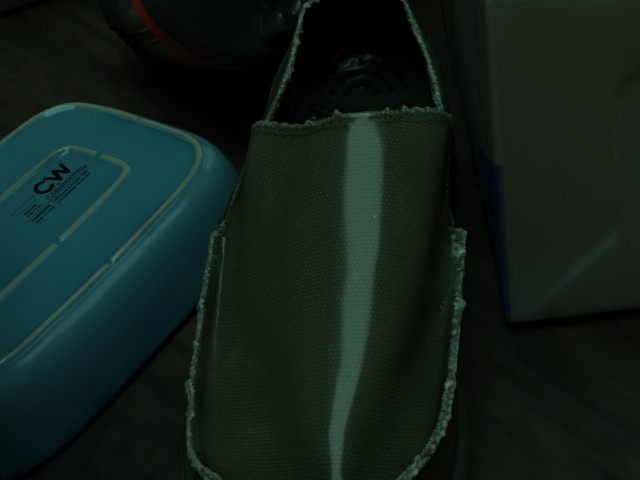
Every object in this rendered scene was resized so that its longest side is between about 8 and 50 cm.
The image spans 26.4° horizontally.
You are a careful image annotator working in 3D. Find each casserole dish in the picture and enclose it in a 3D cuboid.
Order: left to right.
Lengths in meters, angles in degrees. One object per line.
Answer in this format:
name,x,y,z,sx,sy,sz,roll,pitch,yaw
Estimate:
casserole dish,-0.104,0.008,0.492,0.114,0.037,0.188,19,48,28

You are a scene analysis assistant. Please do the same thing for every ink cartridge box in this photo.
ink cartridge box,0.085,-0.099,0.500,0.078,0.134,0.231,-8,41,3

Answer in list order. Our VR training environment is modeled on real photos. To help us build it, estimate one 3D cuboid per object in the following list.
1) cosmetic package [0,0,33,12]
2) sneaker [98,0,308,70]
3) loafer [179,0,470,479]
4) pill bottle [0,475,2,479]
cosmetic package,-0.114,-0.204,0.663,0.238,0.127,0.107,-18,43,-13
sneaker,-0.004,-0.176,0.599,0.276,0.097,0.135,-54,18,-22
loafer,0.000,0.000,0.441,0.094,0.087,0.251,-4,42,7
pill bottle,-0.163,0.072,0.307,0.181,0.181,0.323,-19,50,-11
